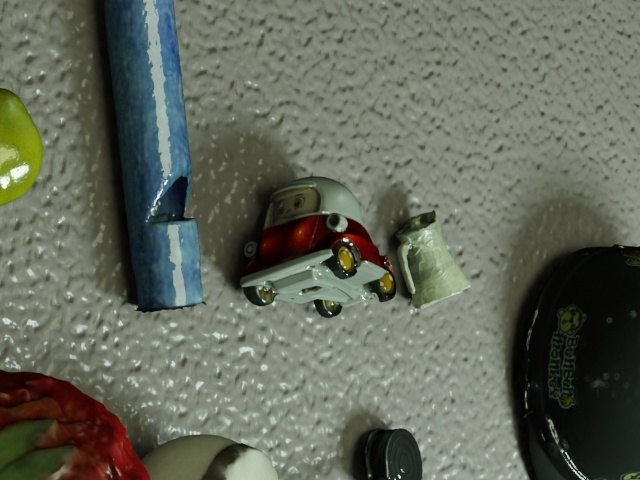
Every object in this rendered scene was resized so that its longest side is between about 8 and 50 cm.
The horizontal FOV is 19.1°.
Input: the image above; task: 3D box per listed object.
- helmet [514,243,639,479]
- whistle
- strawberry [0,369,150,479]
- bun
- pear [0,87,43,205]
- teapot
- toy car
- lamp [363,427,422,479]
[{"bbox_3d":[0.323,0.140,1.895,0.230,0.160,0.278,16,76,-42],"label":"helmet"},{"bbox_3d":[-0.139,-0.095,1.552,0.062,0.062,0.304,-8,93,-42],"label":"whistle"},{"bbox_3d":[-0.255,0.241,1.322,0.292,0.310,0.291,9,63,-17],"label":"strawberry"},{"bbox_3d":[-0.110,0.241,1.516,0.173,0.120,0.172,-1,90,-68],"label":"bun"},{"bbox_3d":[-0.254,-0.070,1.434,0.092,0.092,0.097,52,40,-27],"label":"pear"},{"bbox_3d":[0.098,0.018,1.768,0.067,0.057,0.083,-23,96,-44],"label":"teapot"},{"bbox_3d":[0.000,0.000,1.655,0.139,0.112,0.112,20,58,-50],"label":"toy car"},{"bbox_3d":[0.046,0.256,1.584,0.371,0.109,0.130,-27,100,-62],"label":"lamp"}]
